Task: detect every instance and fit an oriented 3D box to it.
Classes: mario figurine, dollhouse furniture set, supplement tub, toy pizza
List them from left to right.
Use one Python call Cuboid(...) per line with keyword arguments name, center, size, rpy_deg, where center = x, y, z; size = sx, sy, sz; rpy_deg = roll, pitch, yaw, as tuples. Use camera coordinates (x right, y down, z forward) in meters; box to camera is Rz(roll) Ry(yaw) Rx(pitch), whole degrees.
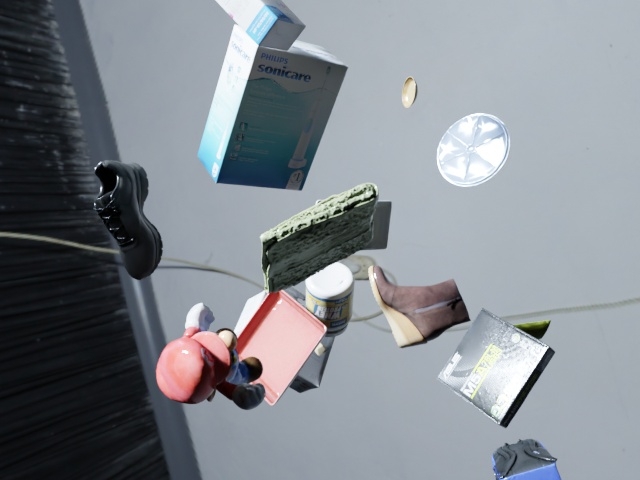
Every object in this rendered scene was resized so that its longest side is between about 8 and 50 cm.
Cuboid(name="mario figurine", center=(-0.179, 0.213, 1.159), size=(0.198, 0.320, 0.170), rpy_deg=(9, 84, 7))
Cuboid(name="dollhouse furniture set", center=(-0.027, 0.353, 1.964), size=(0.114, 0.091, 0.081), rpy_deg=(42, 159, 55))
Cuboid(name="supplement tub", center=(0.027, 0.178, 1.850), size=(0.144, 0.144, 0.199), rpy_deg=(24, 136, 24))
Cuboid(name="toy pizza", center=(0.401, -0.235, 1.621), size=(0.201, 0.032, 0.201), rpy_deg=(-13, 67, 35))

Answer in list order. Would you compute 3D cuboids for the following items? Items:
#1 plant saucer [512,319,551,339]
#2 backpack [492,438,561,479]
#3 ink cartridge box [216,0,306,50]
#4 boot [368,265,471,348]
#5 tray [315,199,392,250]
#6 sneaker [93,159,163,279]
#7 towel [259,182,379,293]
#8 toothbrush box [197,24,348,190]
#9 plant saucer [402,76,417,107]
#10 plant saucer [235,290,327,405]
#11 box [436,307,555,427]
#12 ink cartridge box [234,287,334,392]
Cuboid(name="plant saucer", center=(0.534, 0.281, 1.765), size=(0.188, 0.188, 0.045), rpy_deg=(121, 142, -64))
Cuboid(name="backpack", center=(0.329, 0.382, 0.997), size=(0.098, 0.120, 0.101), rpy_deg=(-14, 95, 5))
Cuboid(name="ink cartridge box", center=(-0.124, -0.425, 1.102), size=(0.181, 0.104, 0.061), rpy_deg=(48, 117, 11))
Cuboid(name="boot", center=(0.259, 0.145, 1.646), size=(0.207, 0.090, 0.248), rpy_deg=(-27, 77, 10))
Cuboid(name="tray", center=(0.086, -0.044, 1.743), size=(0.030, 0.270, 0.145), rpy_deg=(21, 108, 52))
Cuboid(name="sneaker", center=(-0.443, -0.048, 1.381), size=(0.109, 0.130, 0.286), rpy_deg=(-24, 75, 20))
Cuboid(name="towel", center=(0.000, 0.000, 0.685), size=(0.027, 0.148, 0.110), rpy_deg=(52, 159, 29))
Cuboid(name="toothbrush box", center=(-0.104, -0.265, 1.285), size=(0.126, 0.216, 0.295), rpy_deg=(51, 129, 43))
Cuboid(name="plant saucer", center=(0.247, -0.405, 1.693), size=(0.015, 0.083, 0.083), rpy_deg=(1, 90, -17))
Cuboid(name="plant saucer", center=(-0.120, 0.294, 1.754), size=(0.258, 0.048, 0.259), rpy_deg=(35, 88, 43))
Cuboid(name="box", center=(0.366, 0.264, 1.307), size=(0.190, 0.045, 0.184), rpy_deg=(-57, 41, 0))
Cuboid(name="ink cartridge box", center=(-0.116, 0.315, 2.083), size=(0.309, 0.272, 0.130), rpy_deg=(35, 143, -18))
